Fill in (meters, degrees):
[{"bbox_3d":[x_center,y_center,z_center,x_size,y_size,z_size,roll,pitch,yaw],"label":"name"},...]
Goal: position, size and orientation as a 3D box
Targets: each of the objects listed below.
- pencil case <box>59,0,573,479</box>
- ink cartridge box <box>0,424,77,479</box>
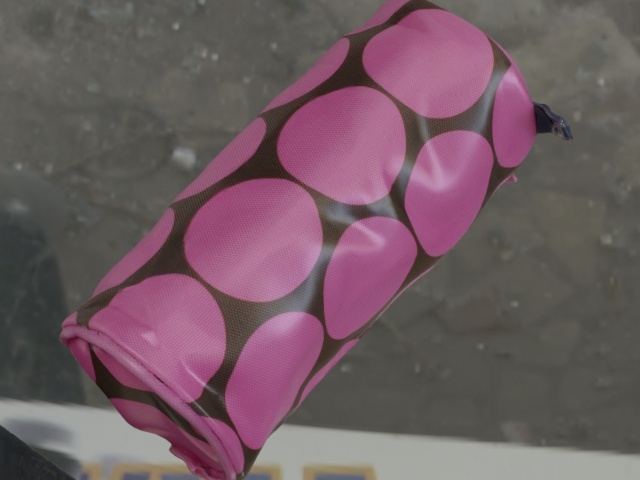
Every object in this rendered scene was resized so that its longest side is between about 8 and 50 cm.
[{"bbox_3d":[0.000,0.000,0.534,0.095,0.209,0.098,24,148,40],"label":"pencil case"},{"bbox_3d":[-0.211,0.172,0.725,0.065,0.165,0.332,-2,153,20],"label":"ink cartridge box"}]
